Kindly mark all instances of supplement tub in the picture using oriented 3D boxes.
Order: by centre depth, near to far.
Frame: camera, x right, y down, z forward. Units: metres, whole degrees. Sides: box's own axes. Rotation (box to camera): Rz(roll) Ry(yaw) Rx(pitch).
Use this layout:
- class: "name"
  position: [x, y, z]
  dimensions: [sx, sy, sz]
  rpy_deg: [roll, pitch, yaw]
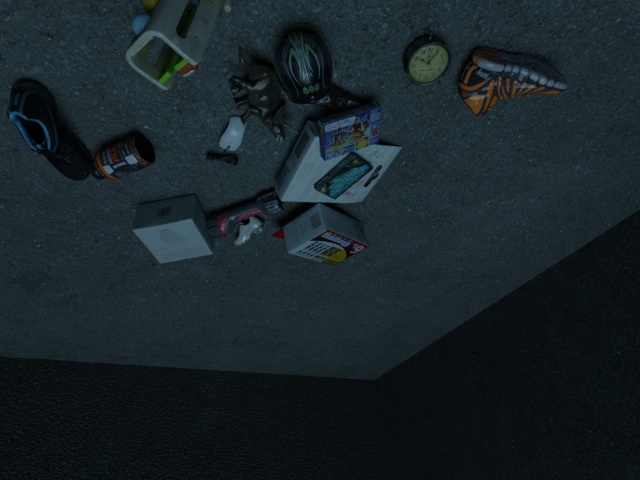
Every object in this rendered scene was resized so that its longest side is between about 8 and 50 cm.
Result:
- class: "supplement tub"
  position: [-0.643, -0.259, 1.283]
  dimensions: [0.198, 0.106, 0.106]
  rpy_deg: [-19, 141, 13]

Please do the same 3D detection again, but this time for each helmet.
- class: "helmet"
  position: [-0.046, -0.467, 1.070]
  dimensions: [0.170, 0.169, 0.161]
  rpy_deg: [-12, 134, 5]

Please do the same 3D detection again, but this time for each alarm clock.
- class: "alarm clock"
  position: [0.307, -0.534, 1.145]
  dimensions: [0.130, 0.064, 0.192]
  rpy_deg: [-7, 145, -2]

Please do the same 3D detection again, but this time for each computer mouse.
- class: "computer mouse"
  position: [-0.301, -0.323, 1.317]
  dimensions: [0.106, 0.042, 0.193]
  rpy_deg: [13, 137, -24]

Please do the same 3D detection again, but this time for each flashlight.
- class: "flashlight"
  position: [-0.292, -0.096, 1.567]
  dimensions: [0.304, 0.103, 0.103]
  rpy_deg: [-17, 168, 10]

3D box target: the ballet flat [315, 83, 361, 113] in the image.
- class: "ballet flat"
  position: [0.019, -0.448, 1.216]
  dimensions: [0.250, 0.058, 0.084]
  rpy_deg: [18, 123, -25]

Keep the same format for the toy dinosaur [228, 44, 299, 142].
- class: "toy dinosaur"
  position: [-0.176, -0.435, 1.166]
  dimensions: [0.161, 0.121, 0.313]
  rpy_deg: [-18, 138, -7]

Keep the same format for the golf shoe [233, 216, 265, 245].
- class: "golf shoe"
  position: [-0.315, -0.045, 1.671]
  dimensions: [0.176, 0.069, 0.086]
  rpy_deg: [-34, 116, 25]

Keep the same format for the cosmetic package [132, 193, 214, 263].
- class: "cosmetic package"
  position: [-0.559, -0.040, 1.553]
  dimensions: [0.224, 0.138, 0.224]
  rpy_deg: [-10, 141, 2]

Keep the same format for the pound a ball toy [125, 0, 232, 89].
- class: "pound a ball toy"
  position: [-0.297, -0.522, 0.878]
  dimensions: [0.208, 0.318, 0.136]
  rpy_deg: [-17, 144, 36]

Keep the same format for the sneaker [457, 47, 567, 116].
- class: "sneaker"
  position: [0.580, -0.475, 1.246]
  dimensions: [0.322, 0.124, 0.180]
  rpy_deg: [11, 144, -7]

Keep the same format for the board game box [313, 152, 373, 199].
- class: "board game box"
  position: [0.081, -0.226, 1.420]
  dimensions: [0.186, 0.026, 0.126]
  rpy_deg: [-39, 148, 24]

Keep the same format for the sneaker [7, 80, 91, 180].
- class: "sneaker"
  position: [-0.809, -0.287, 1.187]
  dimensions: [0.125, 0.139, 0.340]
  rpy_deg: [-10, 144, -3]

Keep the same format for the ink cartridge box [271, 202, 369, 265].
- class: "ink cartridge box"
  position: [0.000, 0.000, 1.667]
  dimensions: [0.272, 0.129, 0.310]
  rpy_deg: [-31, 150, 29]

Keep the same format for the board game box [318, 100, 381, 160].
- class: "board game box"
  position: [0.092, -0.342, 1.250]
  dimensions: [0.201, 0.035, 0.136]
  rpy_deg: [-21, 140, -16]

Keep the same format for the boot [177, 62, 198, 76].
- class: "boot"
  position: [-0.349, -0.503, 1.070]
  dimensions: [0.158, 0.059, 0.085]
  rpy_deg: [-23, 144, 32]

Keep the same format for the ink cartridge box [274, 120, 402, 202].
- class: "ink cartridge box"
  position: [0.062, -0.269, 1.454]
  dimensions: [0.385, 0.091, 0.308]
  rpy_deg: [-4, 145, -34]
